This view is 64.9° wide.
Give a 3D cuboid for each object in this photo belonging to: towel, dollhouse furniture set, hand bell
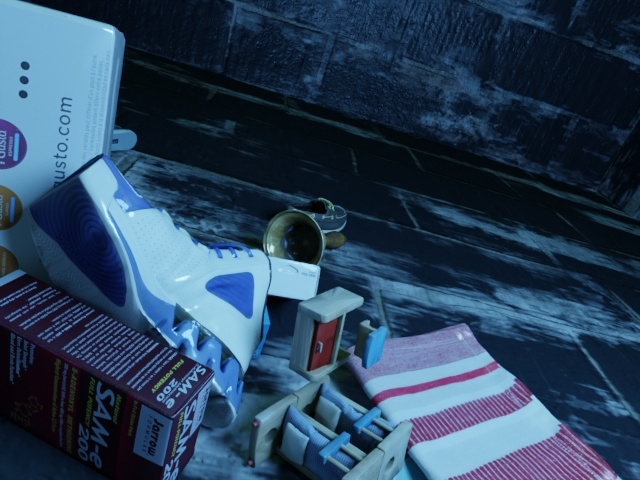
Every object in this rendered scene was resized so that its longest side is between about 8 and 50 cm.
[{"bbox_3d":[0.205,0.236,0.649,0.237,0.037,0.329,-5,35,-32],"label":"towel"},{"bbox_3d":[0.018,0.170,0.535,0.129,0.183,0.129,22,23,33],"label":"dollhouse furniture set"},{"bbox_3d":[0.000,0.000,1.027,0.126,0.126,0.242,30,15,21],"label":"hand bell"}]

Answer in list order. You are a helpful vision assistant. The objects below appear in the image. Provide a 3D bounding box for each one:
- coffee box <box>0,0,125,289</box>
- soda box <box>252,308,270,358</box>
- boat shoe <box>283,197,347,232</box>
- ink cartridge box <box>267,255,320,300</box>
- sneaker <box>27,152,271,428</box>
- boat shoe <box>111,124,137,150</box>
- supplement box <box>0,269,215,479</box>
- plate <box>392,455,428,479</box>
[{"bbox_3d":[-0.440,-0.131,0.616,0.335,0.337,0.338,8,18,-22],"label":"coffee box"},{"bbox_3d":[-0.180,0.107,0.687,0.210,0.067,0.071,9,26,-20],"label":"soda box"},{"bbox_3d":[-0.006,-0.059,1.156,0.081,0.068,0.228,33,28,27],"label":"boat shoe"},{"bbox_3d":[-0.069,0.061,0.802,0.099,0.056,0.135,12,-8,-15],"label":"ink cartridge box"},{"bbox_3d":[-0.161,0.040,0.576,0.128,0.315,0.182,-14,26,30],"label":"sneaker"},{"bbox_3d":[-0.528,-0.244,1.178,0.083,0.065,0.183,26,19,21],"label":"boat shoe"},{"bbox_3d":[-0.235,0.141,0.500,0.240,0.130,0.073,23,28,10],"label":"supplement box"},{"bbox_3d":[0.162,0.316,0.554,0.188,0.024,0.188,17,24,-8],"label":"plate"}]
